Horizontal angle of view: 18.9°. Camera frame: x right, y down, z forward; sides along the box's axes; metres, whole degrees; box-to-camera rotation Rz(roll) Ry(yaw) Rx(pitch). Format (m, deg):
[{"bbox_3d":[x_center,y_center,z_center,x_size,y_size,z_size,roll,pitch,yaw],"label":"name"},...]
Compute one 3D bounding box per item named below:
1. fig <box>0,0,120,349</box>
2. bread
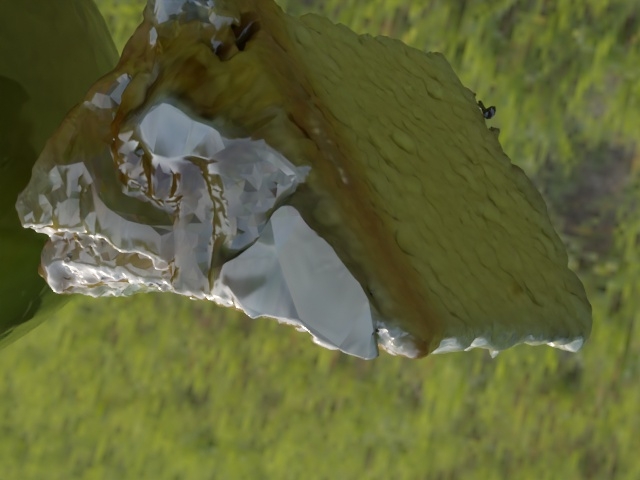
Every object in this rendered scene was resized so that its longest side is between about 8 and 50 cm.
[{"bbox_3d":[-0.183,-0.042,0.722,0.271,0.239,0.239,27,156,-37],"label":"fig"},{"bbox_3d":[0.000,0.000,0.609,0.147,0.127,0.152,9,-147,-53],"label":"bread"}]
